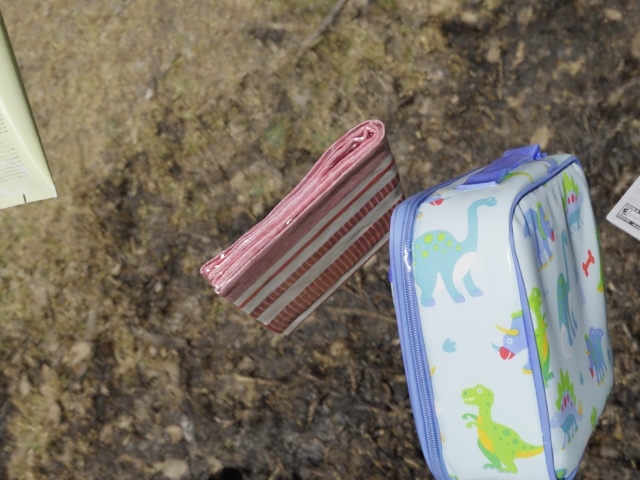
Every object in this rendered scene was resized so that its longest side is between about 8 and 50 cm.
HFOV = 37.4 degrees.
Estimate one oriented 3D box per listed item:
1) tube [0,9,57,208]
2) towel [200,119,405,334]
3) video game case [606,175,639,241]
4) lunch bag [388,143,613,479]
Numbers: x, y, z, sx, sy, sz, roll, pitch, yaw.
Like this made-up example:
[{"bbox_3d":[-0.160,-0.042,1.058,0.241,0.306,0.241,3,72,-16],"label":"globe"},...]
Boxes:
[{"bbox_3d":[-0.296,-0.147,0.835,0.062,0.240,0.070,-17,8,-8],"label":"tube"},{"bbox_3d":[0.000,0.000,1.084,0.237,0.329,0.037,-43,73,-2],"label":"towel"},{"bbox_3d":[0.371,-0.045,0.912,0.143,0.019,0.157,-52,30,7],"label":"video game case"},{"bbox_3d":[0.118,0.037,0.580,0.090,0.176,0.219,-6,10,26],"label":"lunch bag"}]
